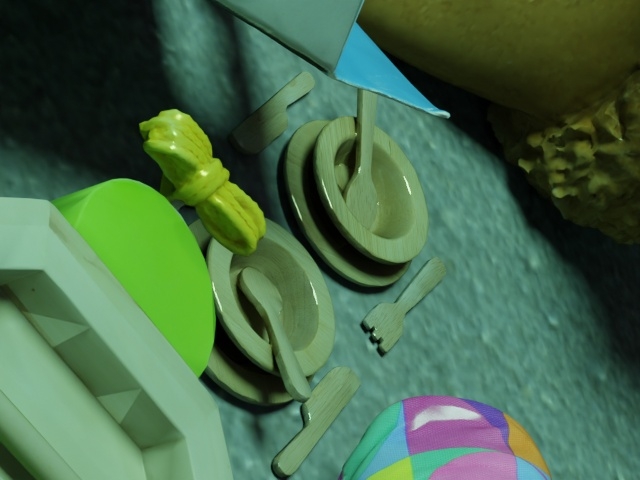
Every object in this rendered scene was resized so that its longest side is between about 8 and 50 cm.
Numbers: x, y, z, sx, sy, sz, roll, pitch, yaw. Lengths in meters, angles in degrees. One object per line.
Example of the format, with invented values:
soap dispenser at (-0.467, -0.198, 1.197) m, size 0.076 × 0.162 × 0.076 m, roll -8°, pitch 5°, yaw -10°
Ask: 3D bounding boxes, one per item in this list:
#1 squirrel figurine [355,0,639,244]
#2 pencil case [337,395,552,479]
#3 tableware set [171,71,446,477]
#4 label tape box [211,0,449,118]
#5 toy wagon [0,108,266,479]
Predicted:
squirrel figurine at (0.209, -0.194, 0.960) m, size 0.281 × 0.370 × 0.397 m, roll -27°, pitch 89°, yaw -54°
pencil case at (0.051, 0.149, 0.718) m, size 0.104 × 0.104 × 0.236 m, roll 48°, pitch 15°, yaw -17°
tableware set at (0.000, 0.000, 0.866) m, size 0.128 × 0.039 × 0.194 m, roll 54°, pitch 37°, yaw -9°
label tape box at (-0.081, -0.208, 0.740) m, size 0.347 × 0.115 × 0.249 m, roll 25°, pitch 21°, yaw -46°
toy wagon at (-0.099, 0.093, 0.640) m, size 0.267 × 0.068 × 0.344 m, roll 54°, pitch 35°, yaw -29°
